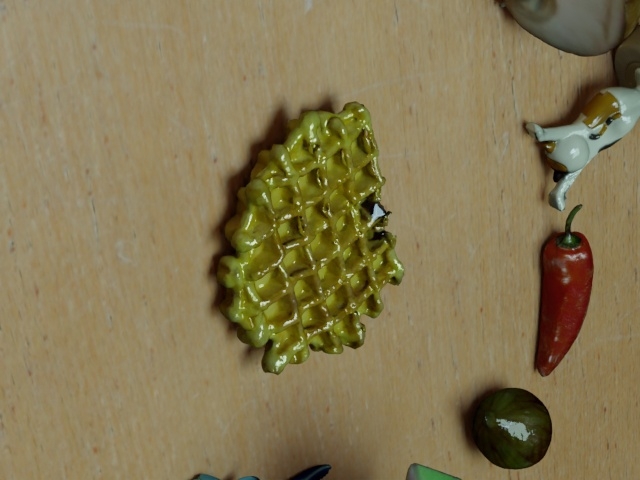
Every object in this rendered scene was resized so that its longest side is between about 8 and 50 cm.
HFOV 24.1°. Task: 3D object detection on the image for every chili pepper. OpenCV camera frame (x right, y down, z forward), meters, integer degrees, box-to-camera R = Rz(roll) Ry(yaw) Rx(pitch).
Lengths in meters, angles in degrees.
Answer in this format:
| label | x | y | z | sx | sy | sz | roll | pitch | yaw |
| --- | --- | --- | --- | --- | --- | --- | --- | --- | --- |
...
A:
| label | x | y | z | sx | sy | sz | roll | pitch | yaw |
| --- | --- | --- | --- | --- | --- | --- | --- | --- | --- |
| chili pepper | 0.334 | 0.068 | 2.049 | 0.063 | 0.071 | 0.272 | -80 | 173 | -61 |

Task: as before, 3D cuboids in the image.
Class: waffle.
| label | x | y | z | sx | sy | sz | roll | pitch | yaw |
| --- | --- | --- | --- | --- | --- | --- | --- | --- | --- |
| waffle | -0.001 | -0.001 | 1.642 | 0.283 | 0.065 | 0.309 | 17 | 97 | -48 |

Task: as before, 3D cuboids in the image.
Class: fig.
| label | x | y | z | sx | sy | sz | roll | pitch | yaw |
| --- | --- | --- | --- | --- | --- | --- | --- | --- | --- |
| fig | 0.248 | 0.251 | 2.003 | 0.155 | 0.103 | 0.109 | 15 | 73 | -58 |

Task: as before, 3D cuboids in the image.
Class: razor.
| label | x | y | z | sx | sy | sz | roll | pitch | yaw |
| --- | --- | --- | --- | --- | --- | --- | --- | --- | --- |
| razor | -0.042 | 0.302 | 1.757 | 0.154 | 0.044 | 0.028 | -38 | 106 | -34 |

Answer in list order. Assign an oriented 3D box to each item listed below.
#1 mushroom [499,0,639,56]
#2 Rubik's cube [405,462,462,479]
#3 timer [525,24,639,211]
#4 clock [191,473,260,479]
| label | x | y | z | sx | sy | sz | roll | pitch | yaw |
| --- | --- | --- | --- | --- | --- | --- | --- | --- | --- |
| mushroom | 0.360 | -0.445 | 1.721 | 0.397 | 0.224 | 0.313 | -53 | 136 | -19 |
| Rubik's cube | 0.116 | 0.437 | 1.672 | 0.368 | 0.358 | 0.387 | -46 | 117 | -33 |
| timer | 0.392 | -0.164 | 1.966 | 0.266 | 0.175 | 0.175 | -34 | 132 | -13 |
| clock | -0.126 | 0.310 | 1.655 | 0.147 | 0.045 | 0.108 | -30 | 129 | -37 |
